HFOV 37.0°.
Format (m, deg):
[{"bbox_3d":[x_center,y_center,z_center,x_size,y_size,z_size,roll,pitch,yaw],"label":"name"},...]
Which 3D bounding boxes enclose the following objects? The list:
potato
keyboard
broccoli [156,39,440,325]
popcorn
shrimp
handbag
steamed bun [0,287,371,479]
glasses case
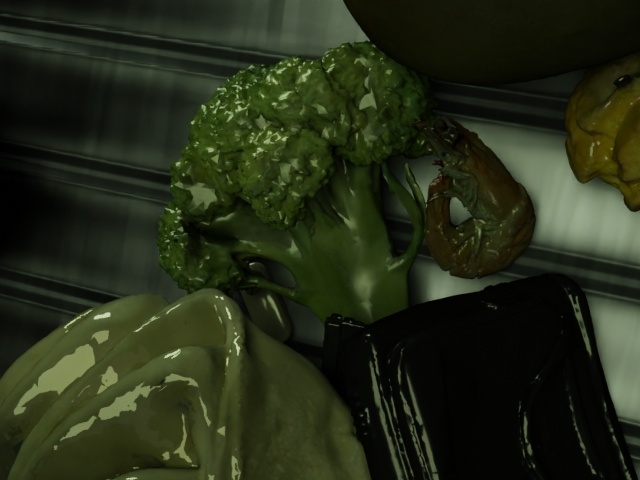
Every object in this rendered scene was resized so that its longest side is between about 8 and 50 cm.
[{"bbox_3d":[0.162,-0.232,0.679,0.327,0.243,0.220,-12,82,21],"label":"potato"},{"bbox_3d":[0.026,0.145,0.843,0.060,0.018,0.195,13,127,10],"label":"keyboard"},{"bbox_3d":[-0.027,-0.019,0.827,0.254,0.186,0.302,2,85,10],"label":"broccoli"},{"bbox_3d":[0.270,-0.100,0.760,0.167,0.152,0.148,-18,48,40],"label":"popcorn"},{"bbox_3d":[0.120,-0.035,0.803,0.099,0.180,0.041,-37,36,1],"label":"shrimp"},{"bbox_3d":[0.152,0.173,0.758,0.088,0.244,0.275,-29,75,58],"label":"handbag"},{"bbox_3d":[-0.138,0.232,0.796,0.352,0.247,0.339,46,124,-1],"label":"steamed bun"},{"bbox_3d":[-0.054,0.061,0.919,0.032,0.021,0.083,-27,81,14],"label":"glasses case"}]
